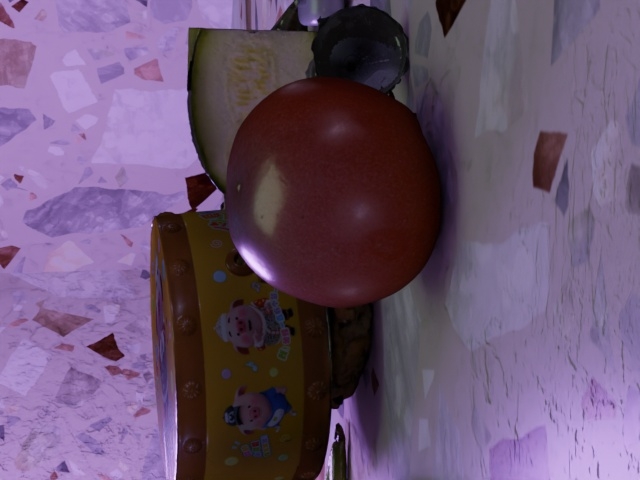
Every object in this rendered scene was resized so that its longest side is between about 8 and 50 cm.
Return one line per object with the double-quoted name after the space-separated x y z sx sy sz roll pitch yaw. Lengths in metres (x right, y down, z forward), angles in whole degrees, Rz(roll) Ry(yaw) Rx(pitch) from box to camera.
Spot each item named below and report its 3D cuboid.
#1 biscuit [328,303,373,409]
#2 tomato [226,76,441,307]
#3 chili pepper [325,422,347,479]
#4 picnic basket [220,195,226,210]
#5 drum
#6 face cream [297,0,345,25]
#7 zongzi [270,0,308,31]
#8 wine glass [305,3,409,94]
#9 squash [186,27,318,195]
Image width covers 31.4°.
0.018 0.089 1.658 0.334 0.081 0.289 101 161 -47 "biscuit"
0.014 -0.053 1.238 0.256 0.225 0.255 180 90 -66 "tomato"
0.024 0.390 1.802 0.049 0.043 0.208 -54 -24 -62 "chili pepper"
-0.099 0.032 2.099 0.139 0.165 0.266 110 158 -67 "picnic basket"
-0.130 0.159 1.669 0.431 0.214 0.431 177 90 -77 "drum"
0.001 -0.469 1.704 0.144 0.071 0.291 -136 44 -77 "face cream"
-0.078 -0.321 2.105 0.286 0.138 0.300 -94 19 -72 "zongzi"
0.038 -0.219 1.411 0.183 0.122 0.122 -168 77 -83 "wine glass"
-0.102 -0.193 1.887 0.210 0.234 0.308 -86 -1 -81 "squash"
